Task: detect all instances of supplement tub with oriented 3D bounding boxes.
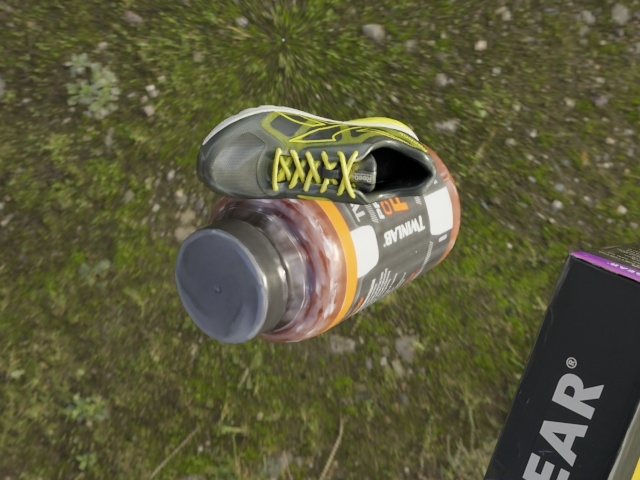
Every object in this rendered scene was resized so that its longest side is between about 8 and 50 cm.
[{"bbox_3d":[0.000,0.000,0.682,0.106,0.198,0.106,14,115,33],"label":"supplement tub"}]

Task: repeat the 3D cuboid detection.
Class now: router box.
[{"bbox_3d":[0.108,0.090,0.425,0.046,0.133,0.179,24,105,29],"label":"router box"}]

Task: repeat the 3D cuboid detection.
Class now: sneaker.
[{"bbox_3d":[0.001,-0.027,0.356,0.083,0.035,0.031,-6,110,-22],"label":"sneaker"}]
